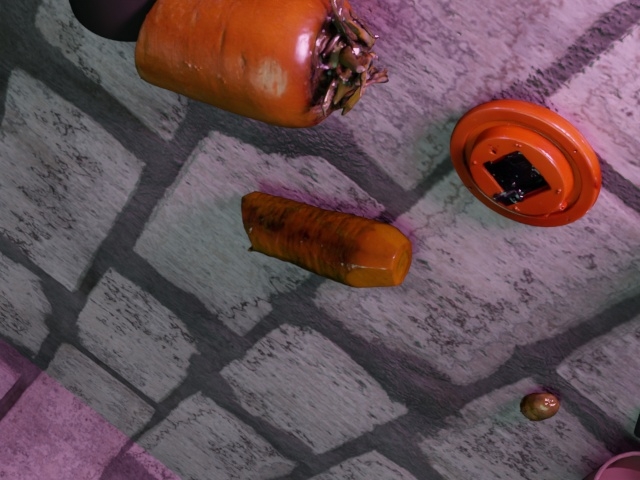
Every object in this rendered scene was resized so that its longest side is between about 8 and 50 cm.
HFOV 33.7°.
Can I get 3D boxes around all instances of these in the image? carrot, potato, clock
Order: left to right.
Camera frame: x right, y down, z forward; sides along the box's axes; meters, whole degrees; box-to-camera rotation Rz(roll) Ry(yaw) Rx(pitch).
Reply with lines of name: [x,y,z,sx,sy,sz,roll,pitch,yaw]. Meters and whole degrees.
carrot: [-0.052,-0.248,1.339,0.331,0.214,0.193,23,174,26]
carrot: [0.000,0.000,1.681,0.301,0.114,0.114,16,142,29]
clock: [0.262,-0.095,1.369,0.205,0.051,0.205,23,145,18]
potato: [0.364,0.274,1.755,0.051,0.040,0.083,33,150,-13]

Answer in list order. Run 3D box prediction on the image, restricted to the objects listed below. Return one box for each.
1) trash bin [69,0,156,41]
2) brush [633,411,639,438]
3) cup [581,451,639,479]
trash bin: [-0.249,-0.418,1.289,0.214,0.214,0.334,28,152,12]
brush: [0.522,0.258,1.610,0.063,0.016,0.193,21,145,21]
cup: [0.525,0.471,1.752,0.252,0.192,0.200,4,152,-10]
